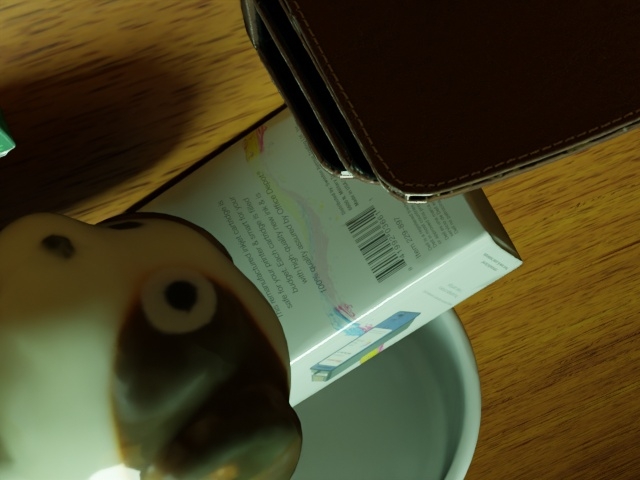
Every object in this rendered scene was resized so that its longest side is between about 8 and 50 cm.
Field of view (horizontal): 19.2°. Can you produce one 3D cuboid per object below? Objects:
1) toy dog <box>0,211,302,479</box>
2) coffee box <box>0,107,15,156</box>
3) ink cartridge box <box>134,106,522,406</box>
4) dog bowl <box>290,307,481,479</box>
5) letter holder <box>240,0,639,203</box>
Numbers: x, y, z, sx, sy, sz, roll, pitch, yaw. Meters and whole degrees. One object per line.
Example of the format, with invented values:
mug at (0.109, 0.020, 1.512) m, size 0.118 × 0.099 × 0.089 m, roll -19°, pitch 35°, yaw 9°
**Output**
toy dog at (-0.195, 0.155, 1.119) m, size 0.408 × 0.284 × 0.395 m, roll -43°, pitch 120°, yaw 15°
coffee box at (-0.195, -0.109, 0.819) m, size 0.040 × 0.113 × 0.184 m, roll -25°, pitch 161°, yaw 1°
ink cartridge box at (0.000, 0.000, 1.249) m, size 0.212 × 0.154 × 0.093 m, roll -33°, pitch 159°, yaw 11°
dog bowl at (-0.024, 0.122, 1.348) m, size 0.265 × 0.265 × 0.104 m, roll -23°, pitch 161°, yaw -14°
letter holder at (0.132, -0.130, 1.029) m, size 0.302 × 0.214 × 0.152 m, roll -25°, pitch 159°, yaw -8°
